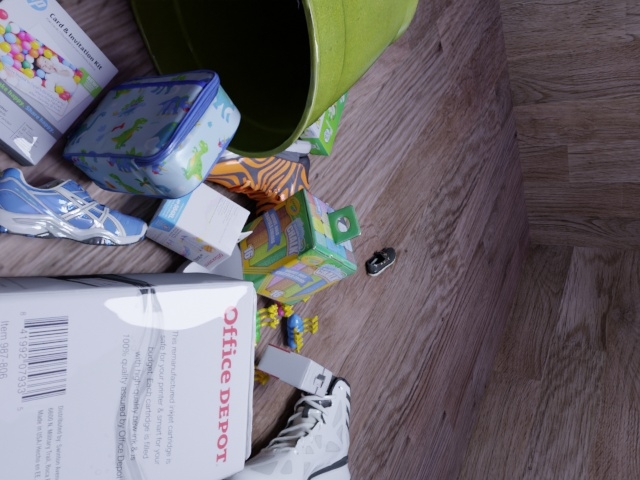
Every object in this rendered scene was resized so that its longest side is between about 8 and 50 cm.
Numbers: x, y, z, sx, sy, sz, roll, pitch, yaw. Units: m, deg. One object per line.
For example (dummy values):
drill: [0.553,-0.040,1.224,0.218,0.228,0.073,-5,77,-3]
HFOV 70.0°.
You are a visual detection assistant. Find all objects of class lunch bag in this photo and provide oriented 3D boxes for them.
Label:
lunch bag: [-0.229,-0.151,0.627,0.176,0.218,0.090,-63,144,-26]

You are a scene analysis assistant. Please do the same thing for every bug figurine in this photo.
bug figurine: [-0.104,0.196,0.943,0.279,0.072,0.217,-34,132,-52]

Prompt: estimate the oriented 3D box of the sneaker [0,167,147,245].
sneaker: [-0.328,-0.039,0.621,0.211,0.080,0.081,12,88,-55]

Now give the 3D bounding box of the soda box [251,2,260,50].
soda box: [-0.130,-0.417,0.862,0.058,0.061,0.182,-19,109,-51]

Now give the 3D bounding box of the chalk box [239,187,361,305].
chalk box: [-0.027,0.007,0.832,0.132,0.213,0.133,30,38,-45]

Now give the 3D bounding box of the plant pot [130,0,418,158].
plant pot: [-0.036,-0.369,0.704,0.353,0.366,0.367,-40,125,-35]

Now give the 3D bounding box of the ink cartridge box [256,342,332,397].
ink cartridge box: [-0.047,0.255,0.892,0.056,0.099,0.135,-67,153,-17]

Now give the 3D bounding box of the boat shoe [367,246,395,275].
boat shoe: [0.182,0.054,1.347,0.133,0.048,0.042,-37,130,-40]

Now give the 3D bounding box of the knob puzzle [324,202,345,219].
knob puzzle: [0.000,0.000,1.112,0.213,0.029,0.213,-9,101,-52]

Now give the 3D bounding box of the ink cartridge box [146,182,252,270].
ink cartridge box: [-0.192,-0.023,0.744,0.143,0.092,0.090,32,56,-21]

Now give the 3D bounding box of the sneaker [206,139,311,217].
sneaker: [-0.113,-0.097,0.869,0.321,0.124,0.180,-17,106,-52]

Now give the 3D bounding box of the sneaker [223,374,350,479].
sneaker: [-0.060,0.415,1.002,0.447,0.169,0.258,31,60,-59]

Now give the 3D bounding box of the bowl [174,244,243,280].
bowl: [-0.199,0.077,0.832,0.142,0.053,0.142,-45,127,-43]

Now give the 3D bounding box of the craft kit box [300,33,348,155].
craft kit box: [-0.007,-0.353,0.994,0.250,0.060,0.247,46,60,-63]

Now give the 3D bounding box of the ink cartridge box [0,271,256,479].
ink cartridge box: [-0.291,0.191,0.585,0.394,0.166,0.286,2,92,-45]

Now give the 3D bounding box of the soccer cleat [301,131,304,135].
soccer cleat: [-0.107,-0.246,0.893,0.178,0.072,0.060,18,78,-43]

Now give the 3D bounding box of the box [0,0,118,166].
box: [-0.371,-0.211,0.581,0.145,0.038,0.186,53,52,-43]
